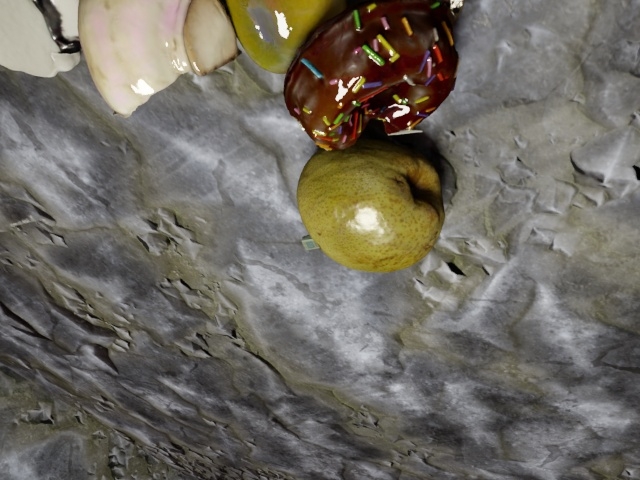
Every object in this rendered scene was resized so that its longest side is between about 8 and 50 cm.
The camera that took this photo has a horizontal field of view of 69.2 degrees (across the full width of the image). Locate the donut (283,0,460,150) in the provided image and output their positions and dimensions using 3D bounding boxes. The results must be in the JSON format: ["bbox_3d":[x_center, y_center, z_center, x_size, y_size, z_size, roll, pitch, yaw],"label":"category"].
[{"bbox_3d":[0.075,-0.197,0.585,0.230,0.096,0.216,-9,162,-33],"label":"donut"}]

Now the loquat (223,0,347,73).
[{"bbox_3d":[-0.046,-0.301,0.582,0.152,0.152,0.195,-9,119,25],"label":"loquat"}]

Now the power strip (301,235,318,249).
[{"bbox_3d":[0.000,0.000,0.933,0.083,0.017,0.027,-10,129,27],"label":"power strip"}]

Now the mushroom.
[{"bbox_3d":[-0.240,-0.269,0.578,0.236,0.162,0.173,19,153,43],"label":"mushroom"}]

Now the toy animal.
[{"bbox_3d":[-0.400,-0.355,0.634,0.204,0.156,0.208,11,142,4],"label":"toy animal"}]

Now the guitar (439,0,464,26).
[{"bbox_3d":[0.197,-0.358,0.522,0.084,0.038,0.271,26,138,-1],"label":"guitar"}]

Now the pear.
[{"bbox_3d":[0.083,-0.059,0.731,0.211,0.188,0.228,-22,120,36],"label":"pear"}]
